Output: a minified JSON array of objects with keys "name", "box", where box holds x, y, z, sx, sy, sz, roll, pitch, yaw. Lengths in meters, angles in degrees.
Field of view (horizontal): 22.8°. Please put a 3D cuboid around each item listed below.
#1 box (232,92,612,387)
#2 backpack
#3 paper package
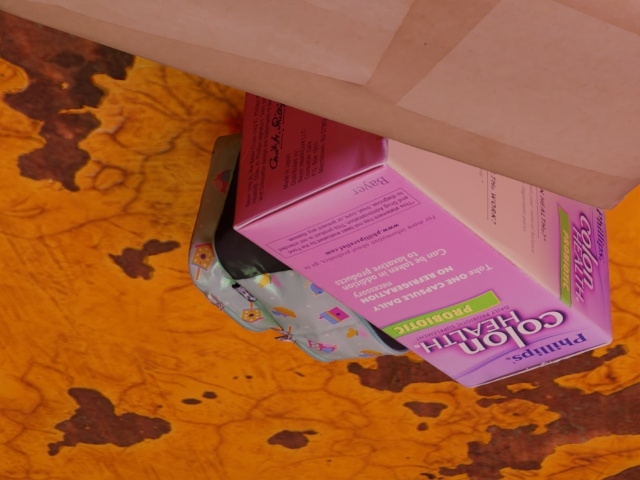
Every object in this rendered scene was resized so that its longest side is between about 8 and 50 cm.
[{"name":"box","box":[0.072,-0.059,1.015,0.117,0.213,0.243,-23,139,34]},{"name":"backpack","box":[0.000,0.000,1.155,0.144,0.166,0.188,-17,137,32]},{"name":"paper package","box":[0.044,-0.211,0.699,0.325,0.309,0.168,17,147,-18]}]
